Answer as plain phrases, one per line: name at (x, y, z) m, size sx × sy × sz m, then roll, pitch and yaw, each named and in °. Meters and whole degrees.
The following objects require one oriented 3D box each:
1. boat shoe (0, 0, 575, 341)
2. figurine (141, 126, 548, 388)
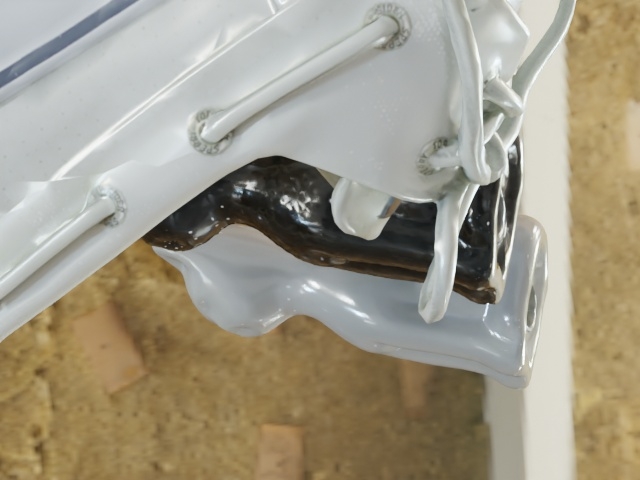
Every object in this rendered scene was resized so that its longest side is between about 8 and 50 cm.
boat shoe at (0.009, -0.053, 0.520) m, size 0.367 × 0.136 × 0.156 m, roll -29°, pitch -85°, yaw 9°
figurine at (0.000, 0.000, 0.857) m, size 0.215 × 0.209 × 0.092 m, roll 61°, pitch -143°, yaw -65°
